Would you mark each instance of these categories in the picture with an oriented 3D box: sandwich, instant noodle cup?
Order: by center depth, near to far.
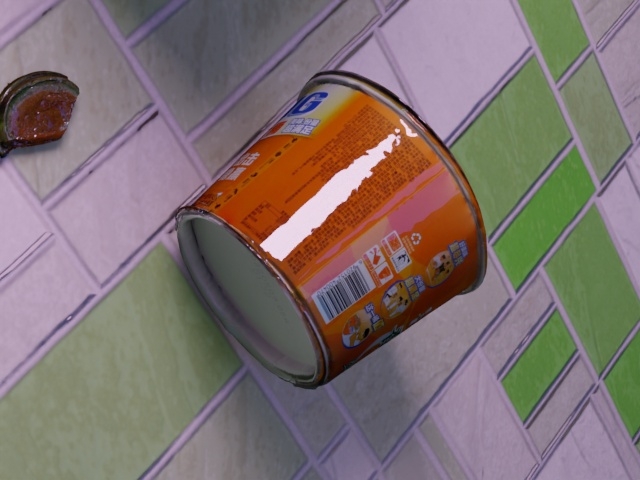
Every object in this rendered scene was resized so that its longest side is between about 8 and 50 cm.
[{"bbox_3d":[-0.273,-0.125,1.204,0.101,0.026,0.069,-25,108,-38],"label":"sandwich"},{"bbox_3d":[0.000,0.000,1.304,0.214,0.296,0.296,-38,117,-23],"label":"instant noodle cup"}]
